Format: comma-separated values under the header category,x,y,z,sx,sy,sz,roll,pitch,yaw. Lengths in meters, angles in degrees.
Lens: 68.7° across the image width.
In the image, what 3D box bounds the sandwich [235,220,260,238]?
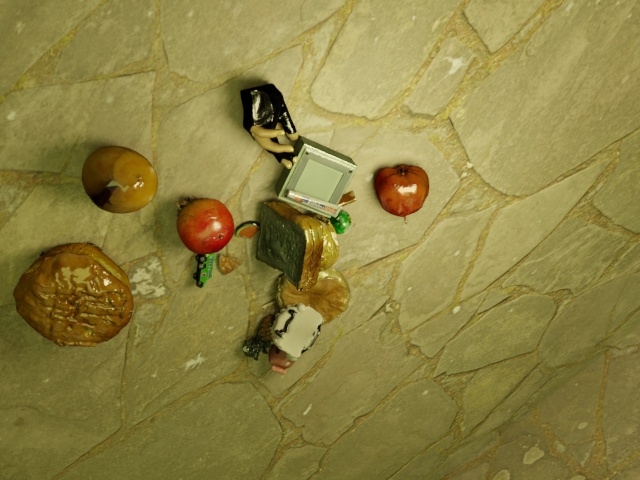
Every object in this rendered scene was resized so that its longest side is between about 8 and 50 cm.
category,x,y,z,sx,sy,sz,roll,pitch,yaw
sandwich,-0.286,-0.041,1.834,0.101,0.026,0.069,-41,122,14

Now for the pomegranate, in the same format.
category,x,y,z,sx,sy,sz,roll,pitch,yaw
pomegranate,-0.426,-0.060,1.696,0.235,0.210,0.210,38,107,7

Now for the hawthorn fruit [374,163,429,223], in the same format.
category,x,y,z,sx,sy,sz,roll,pitch,yaw
hawthorn fruit,0.315,-0.169,1.809,0.208,0.207,0.243,-13,124,-5

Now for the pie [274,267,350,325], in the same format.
category,x,y,z,sx,sy,sz,roll,pitch,yaw
pie,-0.031,0.240,2.001,0.340,0.083,0.339,-4,120,-6

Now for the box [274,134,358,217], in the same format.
category,x,y,z,sx,sy,sz,roll,pitch,yaw
box,-0.017,-0.231,1.737,0.225,0.117,0.225,20,112,-21

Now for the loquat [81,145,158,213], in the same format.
category,x,y,z,sx,sy,sz,roll,pitch,yaw
loquat,-0.663,-0.199,1.552,0.235,0.235,0.234,-5,118,-10

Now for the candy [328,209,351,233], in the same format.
category,x,y,z,sx,sy,sz,roll,pitch,yaw
candy,0.002,0.001,1.900,0.097,0.097,0.323,34,115,-26

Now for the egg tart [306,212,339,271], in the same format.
category,x,y,z,sx,sy,sz,roll,pitch,yaw
egg tart,-0.034,0.012,1.811,0.106,0.241,0.240,-15,126,-44

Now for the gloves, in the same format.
category,x,y,z,sx,sy,sz,roll,pitch,yaw
gloves,-0.161,-0.389,1.602,0.152,0.197,0.301,-22,100,43

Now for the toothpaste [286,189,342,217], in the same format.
category,x,y,z,sx,sy,sz,roll,pitch,yaw
toothpaste,-0.023,-0.138,1.705,0.218,0.033,0.052,19,117,-26

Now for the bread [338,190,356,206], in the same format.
category,x,y,z,sx,sy,sz,roll,pitch,yaw
bread,0.099,-0.159,1.845,0.083,0.046,0.036,-22,150,2

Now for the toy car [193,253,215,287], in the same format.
category,x,y,z,sx,sy,sz,roll,pitch,yaw
toy car,-0.461,0.108,1.851,0.063,0.071,0.165,1,118,-28

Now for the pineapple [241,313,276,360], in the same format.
category,x,y,z,sx,sy,sz,roll,pitch,yaw
pineapple,-0.252,0.428,2.049,0.119,0.111,0.237,40,111,10

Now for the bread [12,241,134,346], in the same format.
category,x,y,z,sx,sy,sz,roll,pitch,yaw
bread,-0.893,0.207,1.727,0.399,0.215,0.397,-6,119,-10

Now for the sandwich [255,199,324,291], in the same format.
category,x,y,z,sx,sy,sz,roll,pitch,yaw
sandwich,-0.119,0.010,1.744,0.099,0.301,0.271,-17,124,-37

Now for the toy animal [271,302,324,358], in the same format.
category,x,y,z,sx,sy,sz,roll,pitch,yaw
toy animal,-0.104,0.359,1.928,0.204,0.156,0.208,36,81,-24

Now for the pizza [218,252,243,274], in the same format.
category,x,y,z,sx,sy,sz,roll,pitch,yaw
pizza,-0.375,0.098,1.889,0.100,0.029,0.099,21,119,-19

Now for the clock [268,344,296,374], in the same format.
category,x,y,z,sx,sy,sz,roll,pitch,yaw
clock,-0.155,0.483,2.063,0.093,0.166,0.162,31,114,-24
